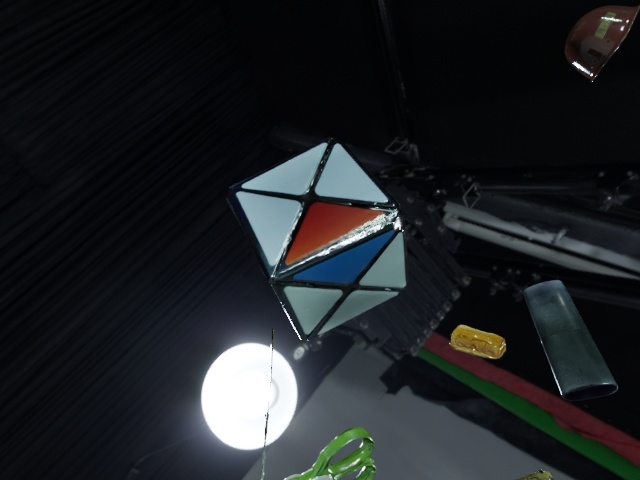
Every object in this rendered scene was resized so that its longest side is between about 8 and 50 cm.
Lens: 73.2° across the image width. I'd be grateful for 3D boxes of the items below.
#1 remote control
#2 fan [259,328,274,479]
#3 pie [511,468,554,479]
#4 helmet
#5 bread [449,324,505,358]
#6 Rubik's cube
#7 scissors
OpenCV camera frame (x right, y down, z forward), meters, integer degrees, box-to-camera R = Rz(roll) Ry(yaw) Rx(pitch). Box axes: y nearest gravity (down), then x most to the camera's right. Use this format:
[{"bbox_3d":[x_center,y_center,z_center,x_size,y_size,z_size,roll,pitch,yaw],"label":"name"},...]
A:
[{"bbox_3d":[0.590,0.224,1.049,0.107,0.377,0.044,-25,-69,23],"label":"remote control"},{"bbox_3d":[-0.120,0.371,0.989,0.011,0.335,0.229,5,-19,-6],"label":"fan"},{"bbox_3d":[0.383,0.596,0.911,0.068,0.282,0.129,30,25,-48],"label":"pie"},{"bbox_3d":[0.611,-0.454,0.950,0.106,0.175,0.155,36,14,15],"label":"helmet"},{"bbox_3d":[0.396,0.258,1.089,0.132,0.074,0.053,9,-70,31],"label":"bread"},{"bbox_3d":[0.001,0.000,0.814,0.248,0.250,0.246,59,-8,38],"label":"Rubik's cube"},{"bbox_3d":[-0.026,0.287,0.483,0.027,0.204,0.101,37,-38,54],"label":"scissors"}]
